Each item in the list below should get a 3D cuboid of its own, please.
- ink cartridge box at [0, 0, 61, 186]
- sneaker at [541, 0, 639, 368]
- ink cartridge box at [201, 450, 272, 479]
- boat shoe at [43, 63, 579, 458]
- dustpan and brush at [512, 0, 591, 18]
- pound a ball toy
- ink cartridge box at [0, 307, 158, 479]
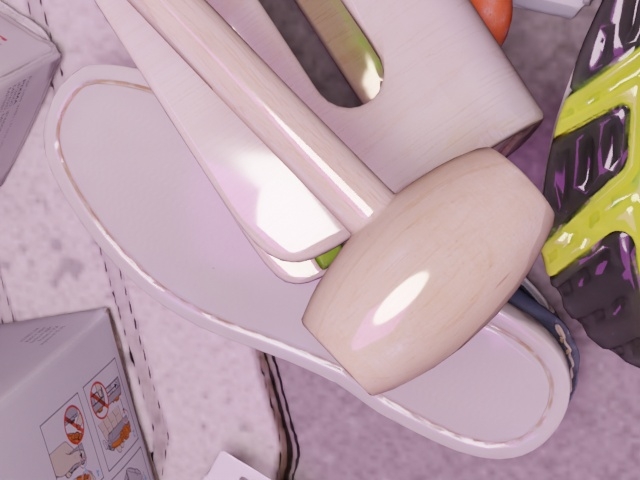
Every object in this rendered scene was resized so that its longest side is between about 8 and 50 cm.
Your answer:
[{"bbox_3d":[-0.234,-0.062,0.648,0.158,0.218,0.092,32,119,5],"label":"ink cartridge box"},{"bbox_3d":[0.171,-0.146,0.539,0.145,0.147,0.385,23,110,11],"label":"sneaker"},{"bbox_3d":[-0.042,0.140,0.758,0.048,0.028,0.083,31,113,5],"label":"ink cartridge box"},{"bbox_3d":[0.000,0.000,0.673,0.254,0.079,0.095,27,110,4],"label":"boat shoe"},{"bbox_3d":[0.053,-0.198,0.603,0.147,0.060,0.211,14,110,12],"label":"dustpan and brush"},{"bbox_3d":[-0.018,-0.113,0.532,0.135,0.208,0.319,-33,85,-3],"label":"pound a ball toy"},{"bbox_3d":[-0.254,0.155,0.675,0.271,0.309,0.130,-9,104,20],"label":"ink cartridge box"}]
